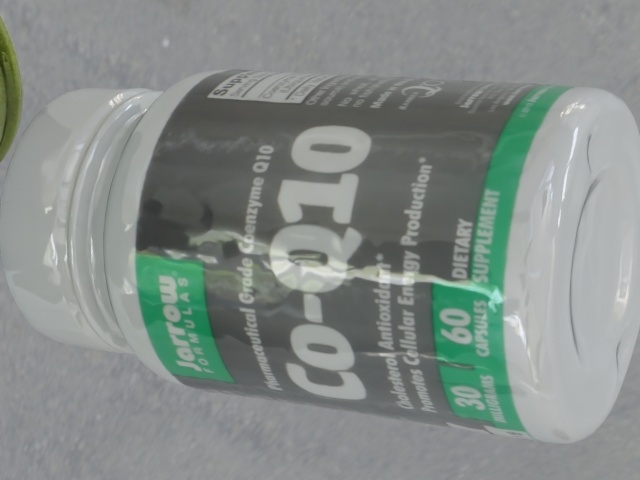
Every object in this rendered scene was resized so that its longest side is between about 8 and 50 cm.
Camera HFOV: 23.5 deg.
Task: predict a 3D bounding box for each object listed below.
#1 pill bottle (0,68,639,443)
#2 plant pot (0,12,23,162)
[{"bbox_3d":[0.000,0.000,0.936,0.361,0.204,0.204,5,64,28],"label":"pill bottle"},{"bbox_3d":[-0.424,-0.026,0.966,0.366,0.366,0.353,23,51,-5],"label":"plant pot"}]
